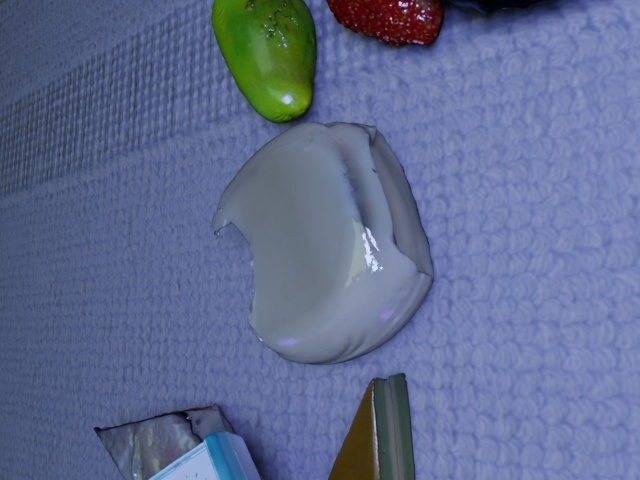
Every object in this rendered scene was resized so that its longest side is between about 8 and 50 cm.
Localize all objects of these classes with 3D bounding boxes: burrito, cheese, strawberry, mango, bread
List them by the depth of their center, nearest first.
[{"bbox_3d":[0.074,0.216,0.588,0.084,0.074,0.139,27,99,39],"label":"bread"},{"bbox_3d":[0.075,-0.283,0.632,0.148,0.131,0.131,24,100,14],"label":"strawberry"},{"bbox_3d":[0.000,0.000,0.645,0.233,0.127,0.266,-27,66,34],"label":"cheese"},{"bbox_3d":[-0.063,-0.249,0.743,0.125,0.111,0.233,-42,61,32],"label":"mango"},{"bbox_3d":[-0.159,0.310,0.749,0.348,0.107,0.175,41,94,33],"label":"burrito"}]

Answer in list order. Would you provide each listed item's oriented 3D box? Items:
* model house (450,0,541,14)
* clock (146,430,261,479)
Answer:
[{"bbox_3d":[0.214,-0.477,0.412,0.445,0.395,0.400,-15,51,54],"label":"model house"},{"bbox_3d":[-0.118,0.369,0.589,0.231,0.116,0.262,-38,60,10],"label":"clock"}]
